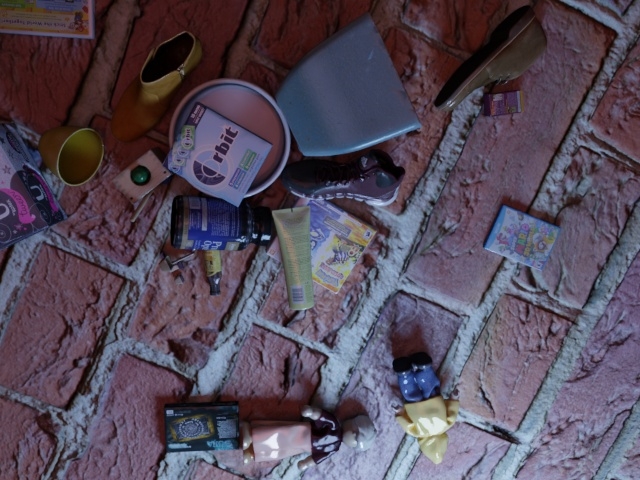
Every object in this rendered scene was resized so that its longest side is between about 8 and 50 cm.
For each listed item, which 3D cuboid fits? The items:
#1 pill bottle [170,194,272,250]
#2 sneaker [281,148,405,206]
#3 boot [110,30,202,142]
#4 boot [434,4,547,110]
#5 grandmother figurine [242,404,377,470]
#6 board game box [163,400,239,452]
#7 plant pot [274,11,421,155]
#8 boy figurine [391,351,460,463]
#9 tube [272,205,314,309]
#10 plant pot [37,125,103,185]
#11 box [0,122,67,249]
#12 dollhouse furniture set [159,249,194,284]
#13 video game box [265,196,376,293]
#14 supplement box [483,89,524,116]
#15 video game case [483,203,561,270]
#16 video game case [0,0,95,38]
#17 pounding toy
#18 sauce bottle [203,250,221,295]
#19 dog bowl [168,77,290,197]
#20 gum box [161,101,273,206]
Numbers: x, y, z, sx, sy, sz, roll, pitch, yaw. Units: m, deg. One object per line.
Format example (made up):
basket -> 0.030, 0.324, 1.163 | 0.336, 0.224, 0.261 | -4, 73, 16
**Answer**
pill bottle -> -0.228, -0.038, 1.425 | 0.219, 0.123, 0.122 | 3, 101, -18
sneaker -> 0.060, -0.164, 1.404 | 0.282, 0.162, 0.106 | 5, 66, -12
boot -> -0.364, -0.326, 1.319 | 0.104, 0.211, 0.295 | 42, 95, -10
boot -> 0.398, -0.392, 1.432 | 0.305, 0.112, 0.115 | -43, 112, 2
grandmother figurine -> -0.025, 0.494, 1.576 | 0.343, 0.104, 0.207 | -1, 129, -8
board game box -> -0.300, 0.474, 1.579 | 0.186, 0.026, 0.126 | 0, 102, -5
plant pot -> 0.049, -0.301, 1.345 | 0.252, 0.248, 0.247 | -26, 96, 10
boy figurine -> 0.276, 0.431, 1.588 | 0.177, 0.092, 0.285 | -19, 103, -1
tube -> -0.055, 0.041, 1.455 | 0.062, 0.070, 0.240 | 1, 104, 29
plant pot -> -0.566, -0.201, 1.380 | 0.095, 0.134, 0.134 | 24, 99, 18
box -> -0.706, -0.115, 1.367 | 0.163, 0.142, 0.247 | -26, 103, 1
dollhouse furniture set -> -0.321, 0.057, 1.451 | 0.081, 0.114, 0.090 | -25, 100, -4
video game box -> 0.000, 0.000, 1.501 | 0.205, 0.048, 0.187 | 30, 100, -10
supplement box -> 0.434, -0.325, 1.474 | 0.083, 0.043, 0.054 | -8, 102, -4
video game case -> 0.506, -0.007, 1.559 | 0.166, 0.015, 0.119 | 21, 99, -8
video game case -> -0.609, -0.552, 1.348 | 0.227, 0.026, 0.206 | 2, 101, -6
pounding toy -> -0.392, -0.128, 1.392 | 0.130, 0.141, 0.100 | -38, 102, 3
sauce bottle -> -0.257, 0.069, 1.493 | 0.042, 0.042, 0.128 | -5, 100, -4
dog bowl -> -0.202, -0.230, 1.407 | 0.265, 0.104, 0.264 | -1, 102, -5
gum box -> -0.220, -0.185, 1.339 | 0.184, 0.041, 0.156 | 29, 98, -9
